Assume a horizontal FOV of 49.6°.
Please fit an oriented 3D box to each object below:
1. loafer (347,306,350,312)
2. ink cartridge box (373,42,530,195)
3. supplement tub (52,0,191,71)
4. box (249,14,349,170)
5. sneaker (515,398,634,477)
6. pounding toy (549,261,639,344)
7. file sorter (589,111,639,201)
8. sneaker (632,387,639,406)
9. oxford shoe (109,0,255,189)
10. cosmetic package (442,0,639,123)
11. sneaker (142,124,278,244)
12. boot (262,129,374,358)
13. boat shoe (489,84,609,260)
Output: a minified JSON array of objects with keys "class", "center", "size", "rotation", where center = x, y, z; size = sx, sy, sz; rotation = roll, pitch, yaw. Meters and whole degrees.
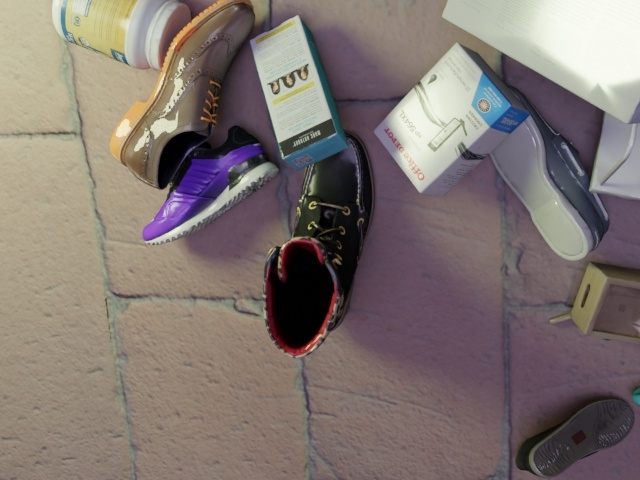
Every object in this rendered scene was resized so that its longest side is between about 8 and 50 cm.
[{"class":"loafer","center":[-0.005,0.114,1.326],"size":[0.125,0.039,0.045],"rotation":[27,109,4]},{"class":"ink cartridge box","center":[0.209,-0.192,1.131],"size":[0.203,0.086,0.148],"rotation":[-46,65,27]},{"class":"supplement tub","center":[-0.342,-0.385,1.205],"size":[0.200,0.144,0.144],"rotation":[22,108,6]},{"class":"box","center":[-0.037,-0.248,1.161],"size":[0.101,0.060,0.244],"rotation":[-23,68,17]},{"class":"sneaker","center":[0.462,0.359,1.283],"size":[0.222,0.118,0.083],"rotation":[-24,79,-11]},{"class":"pounding toy","center":[0.494,0.114,1.202],"size":[0.130,0.100,0.141],"rotation":[10,110,-6]},{"class":"file sorter","center":[0.577,-0.156,1.023],"size":[0.278,0.173,0.192],"rotation":[13,80,8]},{"class":"sneaker","center":[0.629,0.192,1.184],"size":[0.110,0.107,0.275],"rotation":[23,109,15]},{"class":"oxford shoe","center":[-0.210,-0.250,1.199],"size":[0.133,0.130,0.363],"rotation":[43,104,20]},{"class":"cosmetic package","center":[0.364,-0.371,0.946],"size":[0.377,0.098,0.284],"rotation":[48,133,39]},{"class":"sneaker","center":[-0.229,-0.109,1.290],"size":[0.293,0.102,0.146],"rotation":[-32,90,15]},{"class":"boot","center":[0.000,0.000,1.152],"size":[0.138,0.284,0.377],"rotation":[12,98,8]},{"class":"boat shoe","center":[0.381,-0.124,1.166],"size":[0.099,0.116,0.319],"rotation":[-29,89,-27]}]
